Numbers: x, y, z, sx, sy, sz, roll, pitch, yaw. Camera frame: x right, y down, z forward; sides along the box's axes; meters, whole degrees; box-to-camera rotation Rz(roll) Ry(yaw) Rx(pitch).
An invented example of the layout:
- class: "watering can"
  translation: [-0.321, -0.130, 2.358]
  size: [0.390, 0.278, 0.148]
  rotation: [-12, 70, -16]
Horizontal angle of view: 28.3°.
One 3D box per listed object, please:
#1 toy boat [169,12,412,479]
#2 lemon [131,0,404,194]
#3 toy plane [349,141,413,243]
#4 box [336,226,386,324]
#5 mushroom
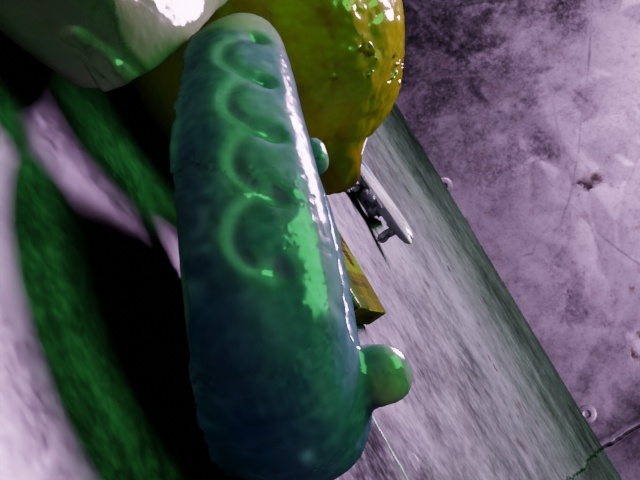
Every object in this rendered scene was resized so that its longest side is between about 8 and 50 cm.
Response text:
- class: "toy boat"
  translation: [-0.013, 0.003, 0.821]
  size: [0.215, 0.123, 0.329]
  rotation: [77, 6, -46]
- class: "lemon"
  translation: [-0.051, -0.183, 1.076]
  size: [0.319, 0.245, 0.245]
  rotation: [66, 12, 10]
- class: "toy plane"
  translation: [0.077, -0.070, 1.839]
  size: [0.226, 0.058, 0.226]
  rotation: [51, 15, -51]
- class: "box"
  translation: [0.000, 0.000, 1.360]
  size: [0.193, 0.030, 0.121]
  rotation: [61, 11, 13]
- class: "mushroom"
  translation: [-0.212, -0.235, 0.795]
  size: [0.407, 0.138, 0.154]
  rotation: [43, 59, -38]
